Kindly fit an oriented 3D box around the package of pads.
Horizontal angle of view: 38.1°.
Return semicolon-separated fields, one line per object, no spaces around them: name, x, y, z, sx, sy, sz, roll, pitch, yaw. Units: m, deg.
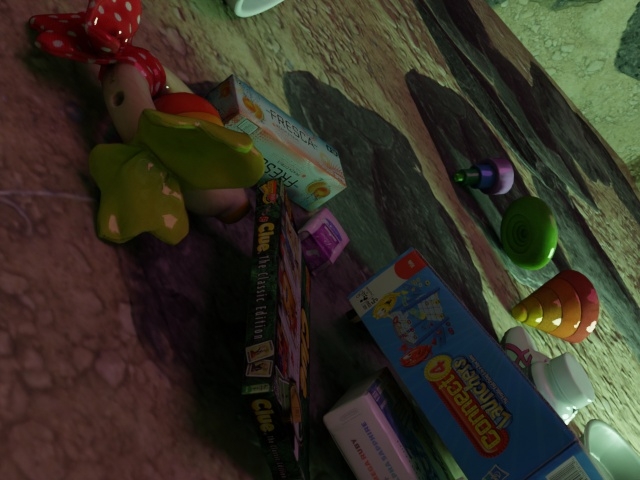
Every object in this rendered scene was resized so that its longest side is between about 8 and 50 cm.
package of pads;0.000;0.000;1.019;0.050;0.032;0.083;51;25;-5

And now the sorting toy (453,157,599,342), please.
sorting toy;0.317;0.011;1.540;0.126;0.127;0.365;-4;56;-29

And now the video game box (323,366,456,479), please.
video game box;0.081;0.213;0.830;0.187;0.048;0.205;61;8;5

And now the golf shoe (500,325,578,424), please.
golf shoe;0.306;0.188;1.287;0.067;0.086;0.186;37;30;-34

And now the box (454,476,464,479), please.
box;0.013;0.221;0.643;0.186;0.145;0.038;8;54;-58

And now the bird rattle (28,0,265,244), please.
bird rattle;-0.150;-0.103;0.822;0.253;0.143;0.207;55;10;29

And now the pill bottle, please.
pill bottle;0.255;0.194;1.122;0.078;0.137;0.078;41;29;-29

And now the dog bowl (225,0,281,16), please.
dog bowl;-0.032;-0.404;1.167;0.104;0.265;0.265;53;25;-3

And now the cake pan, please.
cake pan;0.433;0.396;1.306;0.293;0.054;0.293;42;29;-29

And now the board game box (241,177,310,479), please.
board game box;-0.034;0.075;0.802;0.259;0.030;0.136;-91;172;-49

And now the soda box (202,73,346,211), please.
soda box;-0.052;-0.103;1.016;0.183;0.058;0.063;33;34;-43

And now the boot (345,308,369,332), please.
boot;0.110;0.120;1.034;0.198;0.077;0.137;0;65;-60

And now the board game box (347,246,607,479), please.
board game box;0.183;0.196;0.875;0.308;0.086;0.302;51;2;-34
